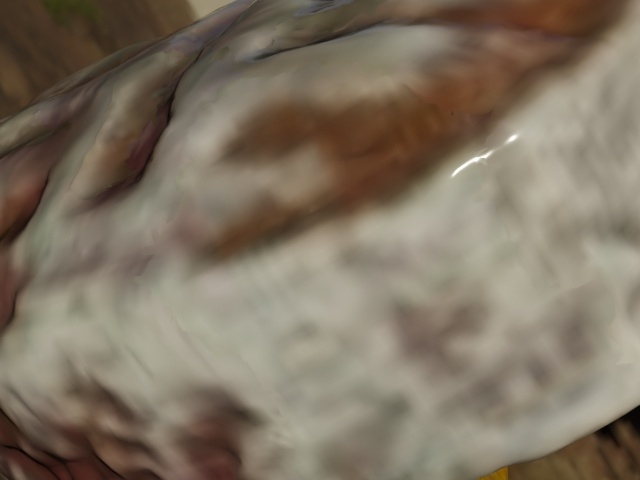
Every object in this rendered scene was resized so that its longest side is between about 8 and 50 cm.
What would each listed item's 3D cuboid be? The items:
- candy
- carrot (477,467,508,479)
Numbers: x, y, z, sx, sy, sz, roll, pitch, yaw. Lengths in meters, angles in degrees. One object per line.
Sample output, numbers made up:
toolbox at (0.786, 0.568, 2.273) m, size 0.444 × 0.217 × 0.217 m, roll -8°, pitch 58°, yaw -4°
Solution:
candy at (0.000, 0.000, 0.609) m, size 0.157 × 0.289 × 0.214 m, roll 59°, pitch 39°, yaw -22°
carrot at (-0.016, 0.167, 1.250) m, size 0.114 × 0.302 × 0.114 m, roll 174°, pitch -90°, yaw -82°
